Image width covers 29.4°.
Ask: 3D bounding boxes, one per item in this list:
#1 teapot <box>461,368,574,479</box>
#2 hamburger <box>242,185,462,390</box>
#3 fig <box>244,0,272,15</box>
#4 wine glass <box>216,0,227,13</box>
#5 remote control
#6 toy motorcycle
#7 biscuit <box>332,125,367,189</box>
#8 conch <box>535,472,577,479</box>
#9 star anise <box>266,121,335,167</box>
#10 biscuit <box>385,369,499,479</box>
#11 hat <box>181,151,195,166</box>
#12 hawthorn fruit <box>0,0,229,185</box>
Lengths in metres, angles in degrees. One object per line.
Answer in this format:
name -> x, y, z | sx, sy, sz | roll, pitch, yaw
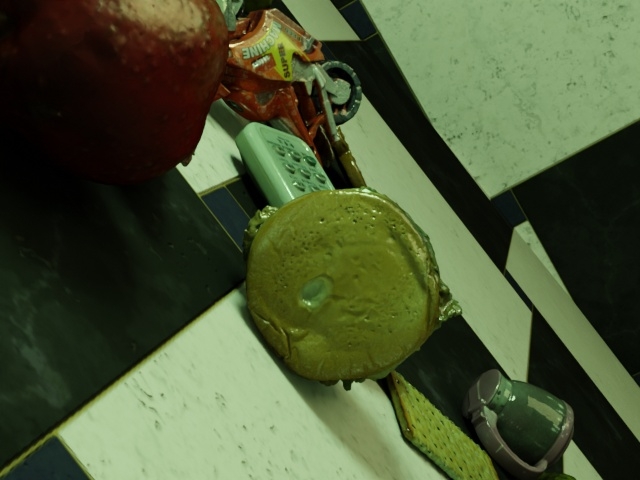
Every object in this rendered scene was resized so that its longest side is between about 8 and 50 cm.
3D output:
teapot -> 0.255, 0.252, 1.648 | 0.146, 0.116, 0.148 | 36, 61, -12
hamburger -> 0.022, 0.038, 1.236 | 0.215, 0.189, 0.122 | 50, 5, -1
fig -> -0.161, -0.401, 1.703 | 0.225, 0.203, 0.203 | 53, 13, -18
wine glass -> -0.235, -0.296, 1.325 | 0.321, 0.143, 0.143 | 21, 34, -60
remote control -> 0.000, 0.000, 1.474 | 0.128, 0.065, 0.335 | 17, 37, -53
toy motorcycle -> -0.074, -0.220, 1.587 | 0.298, 0.171, 0.089 | 35, -19, -31
biscuit -> 0.039, -0.129, 1.901 | 0.175, 0.026, 0.124 | 64, -2, -12
conch -> 0.328, 0.360, 1.687 | 0.121, 0.074, 0.089 | 43, -30, 51
star anise -> -0.070, -0.217, 1.754 | 0.288, 0.088, 0.288 | 48, 17, -20
biscuit -> 0.156, 0.250, 1.473 | 0.231, 0.016, 0.139 | 44, 16, -32
hat -> -0.156, -0.217, 1.198 | 0.236, 0.107, 0.286 | -150, -130, -73
hawthorn fruit -> -0.202, -0.168, 0.972 | 0.266, 0.210, 0.230 | 17, 42, -63
